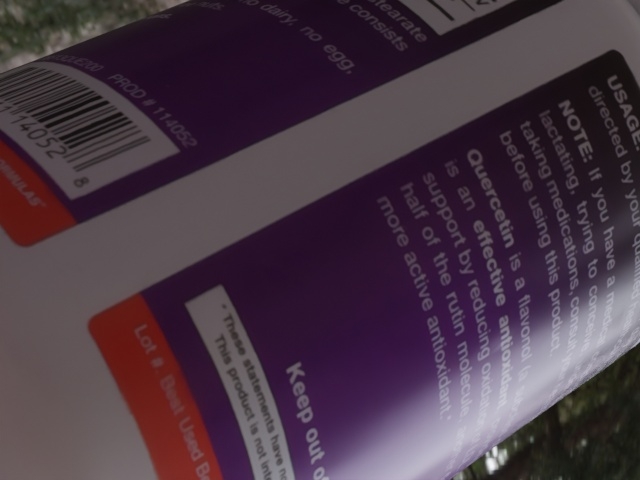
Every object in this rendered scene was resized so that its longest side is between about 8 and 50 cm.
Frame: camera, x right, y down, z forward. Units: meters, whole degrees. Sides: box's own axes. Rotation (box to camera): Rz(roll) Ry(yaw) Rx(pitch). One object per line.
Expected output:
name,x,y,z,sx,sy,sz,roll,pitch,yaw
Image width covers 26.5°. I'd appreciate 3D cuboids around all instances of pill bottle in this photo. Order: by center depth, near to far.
pill bottle,0.000,0.000,0.459,0.323,0.181,0.181,-28,-123,-33
